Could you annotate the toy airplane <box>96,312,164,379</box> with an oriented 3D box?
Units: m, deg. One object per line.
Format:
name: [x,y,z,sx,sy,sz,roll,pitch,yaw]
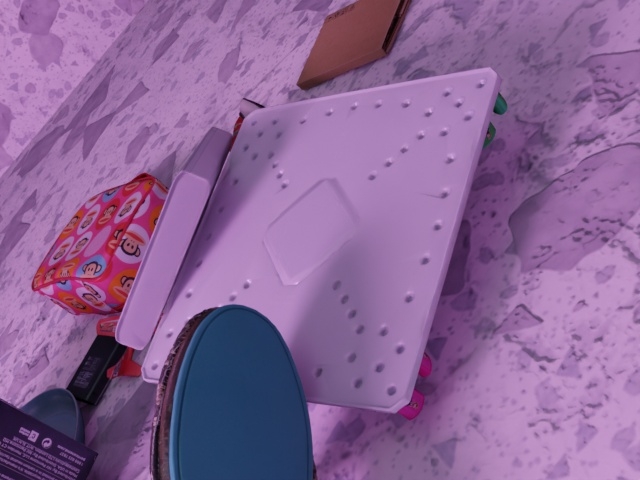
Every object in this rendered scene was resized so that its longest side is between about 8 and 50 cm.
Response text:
toy airplane: [-0.284,0.151,1.347,0.151,0.028,0.151,-17,45,18]

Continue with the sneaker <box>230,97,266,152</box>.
sneaker: [-0.067,-0.125,1.326,0.118,0.107,0.279,-66,25,10]

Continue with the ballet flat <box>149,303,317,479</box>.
ballet flat: [-0.073,0.283,0.760,0.182,0.164,0.483,-57,38,35]

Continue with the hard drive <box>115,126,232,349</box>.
hard drive: [-0.193,-0.020,1.225,0.353,0.047,0.233,-95,28,-74]

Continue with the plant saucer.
plant saucer: [-0.451,0.373,1.326,0.317,0.043,0.317,-34,34,26]

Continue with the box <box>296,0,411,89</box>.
box: [0.056,-0.333,1.433,0.201,0.021,0.164,-12,48,47]

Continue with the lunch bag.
lunch bag: [-0.356,-0.003,1.528,0.293,0.120,0.258,-8,50,50]

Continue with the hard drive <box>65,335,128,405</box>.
hard drive: [-0.348,0.191,1.403,0.094,0.022,0.135,-2,55,52]

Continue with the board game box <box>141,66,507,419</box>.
board game box: [0.000,0.000,1.008,0.390,0.050,0.390,-2,59,42]

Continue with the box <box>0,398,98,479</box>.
box: [-0.508,0.380,1.176,0.343,0.179,0.312,-10,48,49]
